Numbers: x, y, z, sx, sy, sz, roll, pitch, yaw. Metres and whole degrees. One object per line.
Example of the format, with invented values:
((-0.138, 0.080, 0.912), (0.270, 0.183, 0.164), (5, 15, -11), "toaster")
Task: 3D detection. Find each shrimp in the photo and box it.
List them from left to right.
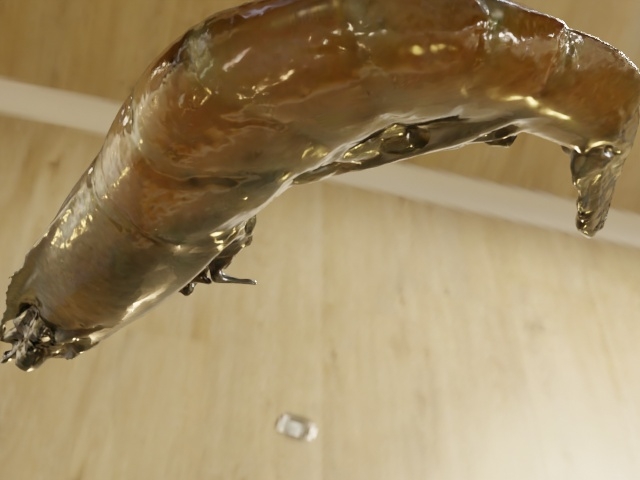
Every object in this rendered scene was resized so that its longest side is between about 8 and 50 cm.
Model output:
((0.000, 0.000, 0.465), (0.198, 0.262, 0.051), (10, -123, -33), "shrimp")
